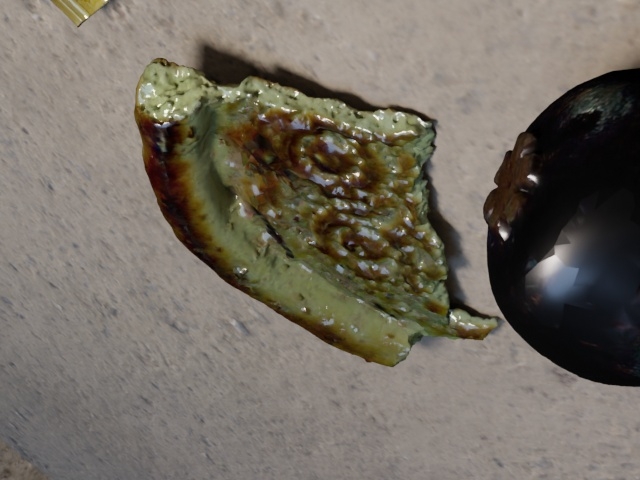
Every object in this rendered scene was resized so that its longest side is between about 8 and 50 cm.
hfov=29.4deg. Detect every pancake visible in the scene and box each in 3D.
[{"bbox_3d":[-0.005,-0.001,1.158,0.305,0.066,0.426,5,142,26],"label":"pancake"}]

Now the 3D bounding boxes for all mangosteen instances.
[{"bbox_3d":[0.223,-0.005,0.794,0.243,0.243,0.243,26,152,15],"label":"mangosteen"}]

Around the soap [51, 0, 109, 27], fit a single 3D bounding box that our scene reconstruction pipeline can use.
[{"bbox_3d":[-0.275,-0.294,1.049,0.252,0.037,0.092,44,151,-19],"label":"soap"}]
